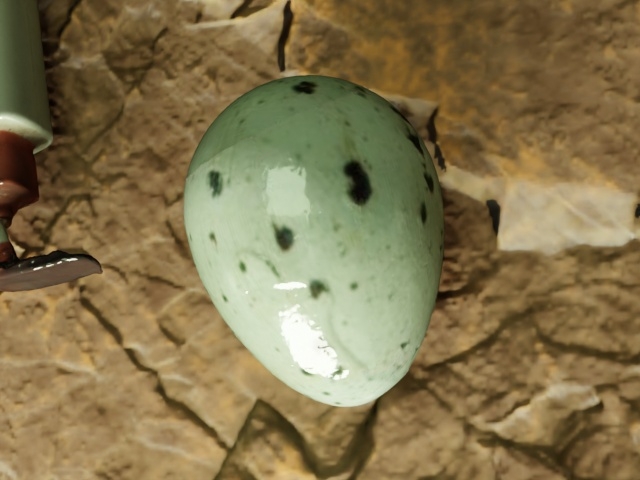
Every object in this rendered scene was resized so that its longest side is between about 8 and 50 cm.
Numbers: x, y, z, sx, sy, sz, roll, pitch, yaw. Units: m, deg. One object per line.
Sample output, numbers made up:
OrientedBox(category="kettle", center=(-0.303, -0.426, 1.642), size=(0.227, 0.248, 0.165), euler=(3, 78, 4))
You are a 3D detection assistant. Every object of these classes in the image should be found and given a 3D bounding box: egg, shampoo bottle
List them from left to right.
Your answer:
OrientedBox(category="shampoo bottle", center=(-0.204, -0.089, 1.135), size=(0.153, 0.071, 0.284), euler=(-27, 68, 15))
OrientedBox(category="egg", center=(0.000, 0.000, 0.980), size=(0.131, 0.131, 0.164), euler=(-10, 95, 24))
